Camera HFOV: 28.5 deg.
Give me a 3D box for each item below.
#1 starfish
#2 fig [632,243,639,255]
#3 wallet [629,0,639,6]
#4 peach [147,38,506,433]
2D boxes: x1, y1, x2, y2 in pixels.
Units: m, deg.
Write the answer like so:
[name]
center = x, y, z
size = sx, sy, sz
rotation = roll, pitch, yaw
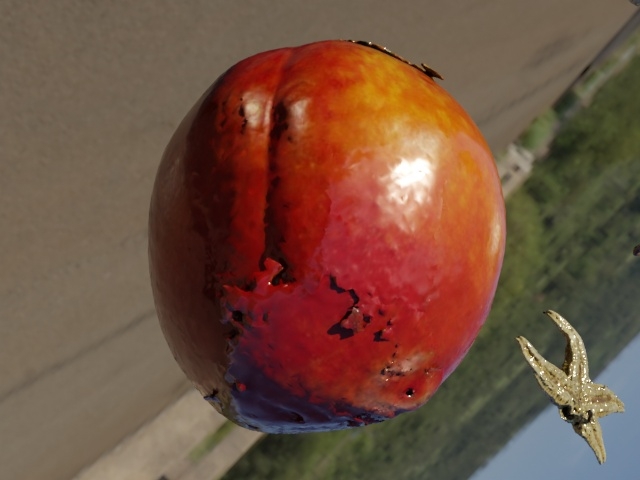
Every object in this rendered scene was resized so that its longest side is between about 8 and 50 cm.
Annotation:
[starfish]
center = 0.355, 0.193, 1.748
size = 0.050, 0.247, 0.138
rotation = -19, -152, 35
[fig]
center = 0.444, 0.023, 1.478
size = 0.128, 0.128, 0.150
rotation = -49, -172, 15
[wallet]
center = 0.315, -0.325, 1.250
size = 0.036, 0.167, 0.222
rotation = -42, -178, -10
[peach]
center = 0.000, 0.000, 1.170
size = 0.370, 0.370, 0.370
rotation = -46, 172, -8
